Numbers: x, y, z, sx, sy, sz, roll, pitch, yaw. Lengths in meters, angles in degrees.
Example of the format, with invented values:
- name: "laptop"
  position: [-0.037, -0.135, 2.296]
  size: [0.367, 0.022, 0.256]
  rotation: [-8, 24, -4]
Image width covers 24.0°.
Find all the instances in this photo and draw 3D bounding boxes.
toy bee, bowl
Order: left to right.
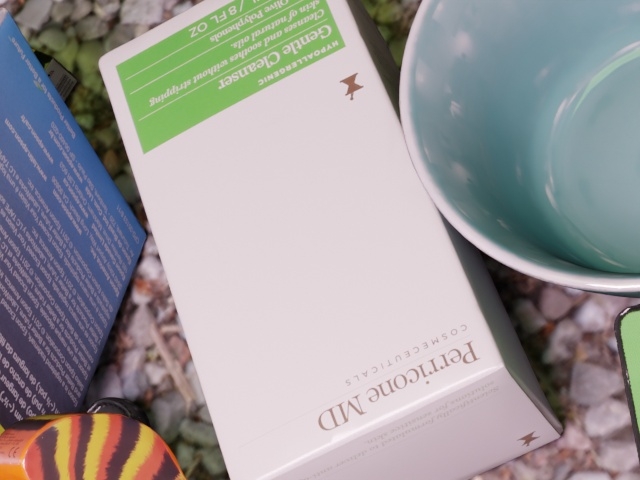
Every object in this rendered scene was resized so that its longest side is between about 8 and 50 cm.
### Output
- name: "toy bee"
  position: [-0.091, 0.221, 0.989]
  size: [0.195, 0.298, 0.162]
  rotation: [17, 39, 41]
- name: "bowl"
  position: [0.224, -0.086, 0.982]
  size: [0.311, 0.163, 0.311]
  rotation: [-10, 64, 21]

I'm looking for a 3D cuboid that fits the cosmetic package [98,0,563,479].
- name: "cosmetic package"
  position: [0.000, 0.000, 1.050]
  size: [0.197, 0.155, 0.365]
  rotation: [-28, 58, 9]

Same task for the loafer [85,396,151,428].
- name: "loafer"
  position: [-0.180, 0.216, 1.076]
  size: [0.076, 0.078, 0.223]
  rotation: [9, 71, 27]

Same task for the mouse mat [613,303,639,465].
- name: "mouse mat"
  position: [0.267, 0.121, 0.905]
  size: [0.153, 0.007, 0.189]
  rotation: [-10, 95, 20]

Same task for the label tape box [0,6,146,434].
- name: "label tape box"
  position: [-0.260, 0.049, 1.035]
  size: [0.115, 0.249, 0.347]
  rotation: [-1, 49, 23]

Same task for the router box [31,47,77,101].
- name: "router box"
  position: [-0.310, -0.093, 1.294]
  size: [0.133, 0.046, 0.179]
  rotation: [23, 78, 31]
